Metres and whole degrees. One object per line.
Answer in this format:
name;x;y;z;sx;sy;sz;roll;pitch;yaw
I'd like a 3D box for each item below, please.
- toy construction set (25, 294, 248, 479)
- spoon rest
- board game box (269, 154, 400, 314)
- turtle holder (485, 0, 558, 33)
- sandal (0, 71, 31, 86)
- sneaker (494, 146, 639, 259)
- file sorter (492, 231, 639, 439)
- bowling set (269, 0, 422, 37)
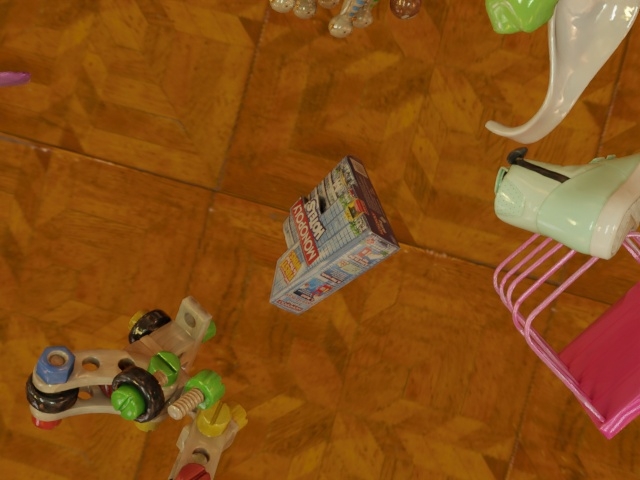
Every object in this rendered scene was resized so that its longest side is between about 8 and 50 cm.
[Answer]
toy construction set;-0.172;0.217;1.069;0.257;0.237;0.309;15;121;28
spoon rest;0.320;-0.241;1.177;0.137;0.084;0.276;13;118;-30
board game box;0.000;0.000;1.262;0.194;0.060;0.194;-45;39;22
turtle holder;0.182;-0.403;0.945;0.227;0.243;0.320;-22;120;30
sandal;-0.157;-0.114;0.381;0.102;0.169;0.416;38;70;-2
sneaker;0.277;-0.064;0.985;0.151;0.256;0.094;22;114;24
file sorter;0.356;0.080;1.186;0.202;0.291;0.182;-43;94;8
bowling set;0.052;-0.398;1.524;0.200;0.287;0.154;41;123;10
